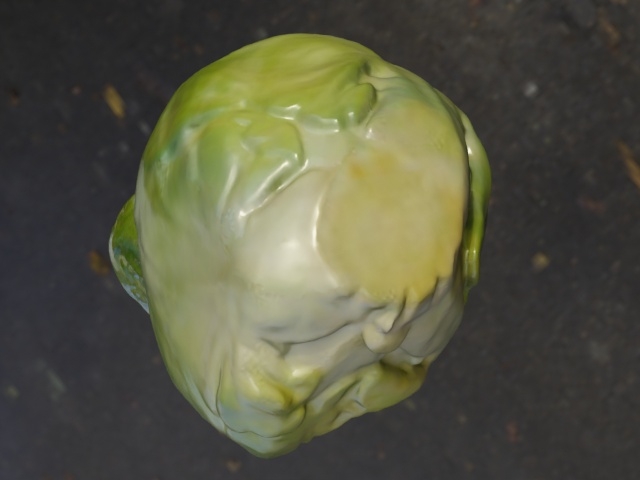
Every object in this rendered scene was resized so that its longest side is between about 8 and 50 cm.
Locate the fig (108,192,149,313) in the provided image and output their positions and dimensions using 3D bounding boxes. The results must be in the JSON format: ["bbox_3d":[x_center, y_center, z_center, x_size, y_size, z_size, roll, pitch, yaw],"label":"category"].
[{"bbox_3d":[-0.091,0.015,1.648,0.233,0.167,0.167,29,146,55],"label":"fig"}]

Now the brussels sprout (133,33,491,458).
[{"bbox_3d":[0.000,0.000,1.350,0.344,0.268,0.344,176,90,-70],"label":"brussels sprout"}]
